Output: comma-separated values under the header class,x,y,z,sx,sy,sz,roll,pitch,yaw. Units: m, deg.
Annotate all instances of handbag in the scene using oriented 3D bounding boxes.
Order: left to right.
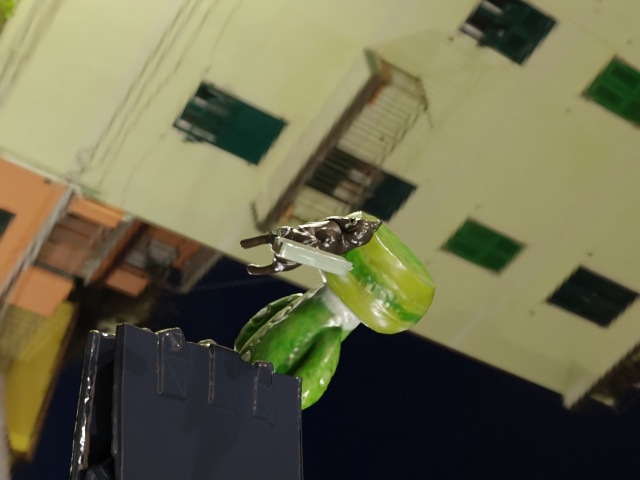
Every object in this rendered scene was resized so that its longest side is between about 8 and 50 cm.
class,x,y,z,sx,sy,sz,roll,pitch,yaw
handbag,-0.158,0.229,1.400,0.118,0.325,0.269,-15,-117,34

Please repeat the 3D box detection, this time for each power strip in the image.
class,x,y,z,sx,sy,sz,roll,pitch,yaw
power strip,-0.006,0.016,1.081,0.017,0.083,0.027,-68,-162,9

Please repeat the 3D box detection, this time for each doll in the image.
class,x,y,z,sx,sy,sz,roll,pitch,yaw
doll,0.000,0.000,1.406,0.165,0.139,0.057,-16,-94,53

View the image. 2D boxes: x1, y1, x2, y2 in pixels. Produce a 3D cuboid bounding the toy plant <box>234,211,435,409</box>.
class,x,y,z,sx,sy,sz,roll,pitch,yaw
toy plant,0.004,0.120,1.646,0.316,0.184,0.224,-43,-147,12
